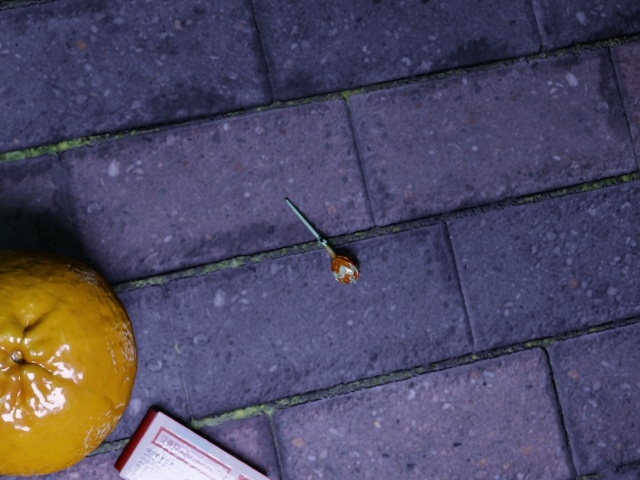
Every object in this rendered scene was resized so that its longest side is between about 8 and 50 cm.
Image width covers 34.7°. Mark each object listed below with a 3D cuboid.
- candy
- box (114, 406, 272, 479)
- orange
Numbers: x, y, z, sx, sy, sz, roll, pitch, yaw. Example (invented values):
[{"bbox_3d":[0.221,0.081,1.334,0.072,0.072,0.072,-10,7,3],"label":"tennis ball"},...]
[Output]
[{"bbox_3d":[0.000,0.000,1.732,0.049,0.055,0.184,-39,83,-18],"label":"candy"},{"bbox_3d":[-0.207,0.379,1.657,0.229,0.050,0.123,32,79,-4],"label":"box"},{"bbox_3d":[-0.438,0.179,1.515,0.341,0.293,0.340,0,87,-9],"label":"orange"}]
